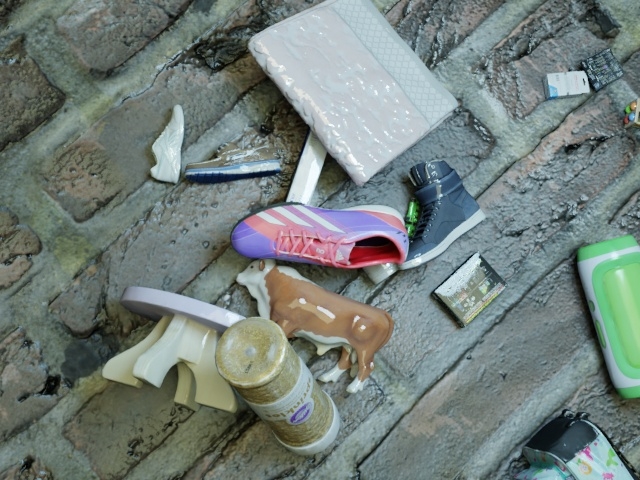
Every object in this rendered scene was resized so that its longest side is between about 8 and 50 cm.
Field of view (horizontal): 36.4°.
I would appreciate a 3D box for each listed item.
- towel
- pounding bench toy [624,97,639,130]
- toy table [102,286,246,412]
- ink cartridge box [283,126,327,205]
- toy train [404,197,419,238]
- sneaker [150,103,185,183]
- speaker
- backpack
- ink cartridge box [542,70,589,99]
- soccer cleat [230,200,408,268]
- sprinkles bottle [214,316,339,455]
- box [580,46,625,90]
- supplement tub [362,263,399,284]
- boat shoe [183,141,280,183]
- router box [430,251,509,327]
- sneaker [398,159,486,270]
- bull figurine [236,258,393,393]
[{"bbox_3d":[0.069,-0.303,1.830,0.317,0.053,0.332,-37,87,-36],"label":"towel"},{"bbox_3d":[0.652,-0.266,1.963,0.065,0.052,0.083,12,80,-5],"label":"pounding bench toy"},{"bbox_3d":[-0.245,0.195,1.700,0.274,0.252,0.160,7,69,30],"label":"toy table"},{"bbox_3d":[-0.025,-0.134,1.834,0.046,0.097,0.207,20,79,-5],"label":"ink cartridge box"},{"bbox_3d":[0.176,-0.045,1.883,0.024,0.017,0.083,20,77,-45],"label":"toy train"},{"bbox_3d":[-0.287,-0.184,1.830,0.061,0.053,0.152,7,82,-4],"label":"sneaker"},{"bbox_3d":[0.586,0.145,1.860,0.131,0.131,0.296,-14,84,-9],"label":"speaker"},{"bbox_3d":[0.486,0.457,1.751,0.191,0.225,0.253,-44,87,-10],"label":"backpack"},{"bbox_3d":[0.495,-0.313,1.961,0.083,0.028,0.048,-6,83,-8],"label":"ink cartridge box"},{"bbox_3d":[0.000,0.000,1.728,0.318,0.116,0.108,-2,124,-7],"label":"soccer cleat"},{"bbox_3d":[-0.066,0.254,1.641,0.121,0.355,0.121,-8,59,13],"label":"sprinkles bottle"},{"bbox_3d":[0.572,-0.348,1.966,0.083,0.018,0.067,-29,87,-32],"label":"box"},{"bbox_3d":[0.100,0.022,1.841,0.071,0.071,0.107,-35,87,-11],"label":"supplement tub"},{"bbox_3d":[-0.170,-0.149,1.839,0.183,0.066,0.066,-6,78,-18],"label":"boat shoe"},{"bbox_3d":[0.287,0.095,1.871,0.122,0.038,0.092,-41,88,-10],"label":"router box"},{"bbox_3d":[0.194,-0.055,1.830,0.226,0.086,0.163,-37,101,-33],"label":"sneaker"},{"bbox_3d":[-0.022,0.153,1.794,0.310,0.101,0.188,20,84,-2],"label":"bull figurine"}]
